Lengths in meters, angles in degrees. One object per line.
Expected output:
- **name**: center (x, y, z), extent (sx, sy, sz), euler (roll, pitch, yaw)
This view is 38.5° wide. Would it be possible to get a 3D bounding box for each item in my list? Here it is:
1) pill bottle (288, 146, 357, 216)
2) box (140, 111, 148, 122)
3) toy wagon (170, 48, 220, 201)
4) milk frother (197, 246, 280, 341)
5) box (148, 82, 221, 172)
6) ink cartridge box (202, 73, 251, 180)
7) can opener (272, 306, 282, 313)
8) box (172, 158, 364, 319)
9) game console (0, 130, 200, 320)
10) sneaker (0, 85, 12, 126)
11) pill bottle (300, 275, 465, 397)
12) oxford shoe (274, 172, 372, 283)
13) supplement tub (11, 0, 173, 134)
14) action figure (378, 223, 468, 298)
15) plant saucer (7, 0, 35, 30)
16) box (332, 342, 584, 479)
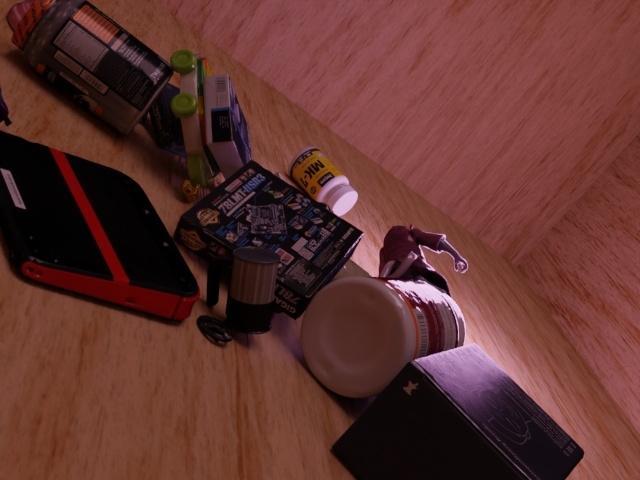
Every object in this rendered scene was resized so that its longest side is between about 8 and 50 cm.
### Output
- **pill bottle**: center (0.009, -0.174, 2.736), extent (0.208, 0.119, 0.119), euler (47, 16, 26)
- **box**: center (-0.453, -0.396, 2.257), extent (0.201, 0.021, 0.165), euler (-105, -177, -65)
- **toy wagon**: center (-0.270, -0.244, 2.042), extent (0.267, 0.068, 0.345), euler (77, 6, -61)
- **milk frother**: center (-0.139, 0.093, 1.562), extent (0.129, 0.135, 0.143), euler (7, 16, -4)
- **box**: center (-0.322, -0.282, 2.265), extent (0.232, 0.059, 0.183), euler (19, 45, -52)
- **ink cartridge box**: center (-0.202, -0.227, 2.085), extent (0.333, 0.065, 0.166), euler (77, 6, -72)
- **can opener**: center (-0.125, 0.035, 1.877), extent (0.074, 0.093, 0.280), euler (30, 22, -36)
- **box**: center (-0.096, -0.011, 1.832), extent (0.293, 0.073, 0.295), euler (32, 35, 7)
- **game console**: center (-0.388, -0.029, 1.498), extent (0.342, 0.060, 0.386), euler (17, 25, -44)
- **sneaker**: center (-0.615, -0.259, 1.547), extent (0.098, 0.083, 0.223), euler (52, 18, 25)
- **pill bottle**: center (0.142, 0.183, 1.814), extent (0.224, 0.224, 0.392), euler (46, 15, 21)
- **oxford shoe**: center (0.000, 0.000, 2.141), extent (0.397, 0.146, 0.140), euler (37, 12, -23)
- **supplement tub**: center (-0.497, -0.395, 2.004), extent (0.316, 0.193, 0.193), euler (37, 15, -11)
- **action figure**: center (0.196, 0.069, 2.247), extent (0.275, 0.248, 0.370), euler (37, 26, -30)
- **plant saucer**: center (-0.598, -0.488, 2.246), extent (0.332, 0.084, 0.332), euler (36, 15, -11)
- **box**: center (0.253, 0.362, 1.585), extent (0.293, 0.212, 0.395), euler (46, 15, 19)
